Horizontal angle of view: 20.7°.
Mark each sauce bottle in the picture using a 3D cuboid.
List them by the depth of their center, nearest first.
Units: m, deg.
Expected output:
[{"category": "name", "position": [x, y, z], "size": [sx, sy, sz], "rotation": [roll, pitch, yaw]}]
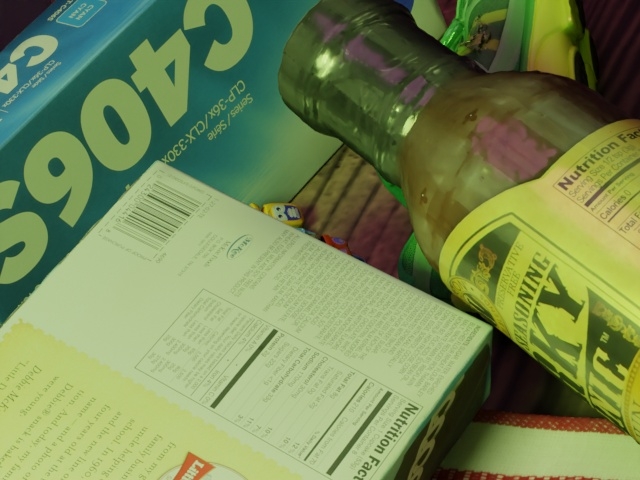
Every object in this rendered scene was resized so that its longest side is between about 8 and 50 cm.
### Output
[{"category": "sauce bottle", "position": [0.117, 0.003, 0.734], "size": [0.111, 0.111, 0.344], "rotation": [-40, 55, -15]}]

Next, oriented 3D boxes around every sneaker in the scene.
[{"category": "sneaker", "position": [0.083, -0.078, 0.926], "size": [0.123, 0.109, 0.295], "rotation": [-11, 40, 16]}]

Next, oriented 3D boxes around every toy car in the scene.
[{"category": "toy car", "position": [0.000, 0.000, 0.935], "size": [0.040, 0.060, 0.122], "rotation": [-3, 39, -20]}]

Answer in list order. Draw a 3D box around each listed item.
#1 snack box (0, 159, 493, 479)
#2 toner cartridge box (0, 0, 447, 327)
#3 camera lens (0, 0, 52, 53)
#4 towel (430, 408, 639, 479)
[{"category": "snack box", "position": [-0.087, 0.121, 0.732], "size": [0.187, 0.060, 0.322], "rotation": [27, 58, 22]}, {"category": "toner cartridge box", "position": [-0.080, -0.077, 0.984], "size": [0.075, 0.165, 0.348], "rotation": [18, 57, 43]}, {"category": "camera lens", "position": [-0.328, -0.174, 1.207], "size": [0.219, 0.219, 0.274], "rotation": [-38, 38, -13]}, {"category": "towel", "position": [0.000, 0.194, 0.721], "size": [0.237, 0.037, 0.329], "rotation": [2, 46, 33]}]
